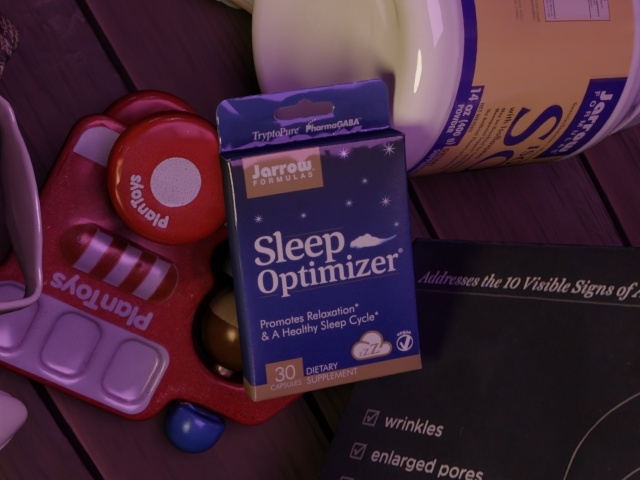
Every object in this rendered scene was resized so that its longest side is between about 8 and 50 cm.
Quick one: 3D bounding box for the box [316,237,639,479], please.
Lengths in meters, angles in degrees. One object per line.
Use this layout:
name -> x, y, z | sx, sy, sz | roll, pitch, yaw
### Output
box -> 0.237, 0.270, 0.935 | 0.297, 0.480, 0.472 | 37, 67, -39

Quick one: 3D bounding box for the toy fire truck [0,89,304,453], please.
toy fire truck -> -0.108, 0.034, 1.030 | 0.302, 0.169, 0.254 | 27, 95, -20

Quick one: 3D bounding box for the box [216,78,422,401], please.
box -> 0.000, 0.000, 0.943 | 0.136, 0.036, 0.225 | -10, 105, -14

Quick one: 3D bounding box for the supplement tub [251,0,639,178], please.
supplement tub -> 0.134, -0.180, 1.107 | 0.331, 0.241, 0.241 | -8, 86, -37

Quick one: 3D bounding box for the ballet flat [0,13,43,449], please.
ballet flat -> -0.271, 0.039, 0.854 | 0.182, 0.164, 0.483 | 21, 64, -42

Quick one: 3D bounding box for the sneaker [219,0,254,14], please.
sneaker -> -0.093, -0.254, 1.104 | 0.262, 0.099, 0.121 | -11, 91, -26
